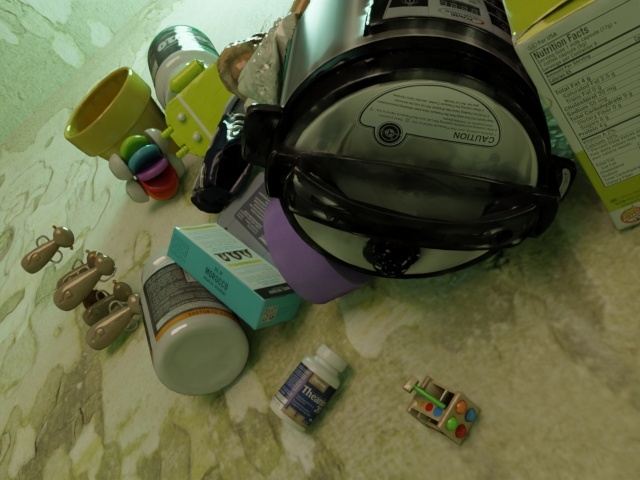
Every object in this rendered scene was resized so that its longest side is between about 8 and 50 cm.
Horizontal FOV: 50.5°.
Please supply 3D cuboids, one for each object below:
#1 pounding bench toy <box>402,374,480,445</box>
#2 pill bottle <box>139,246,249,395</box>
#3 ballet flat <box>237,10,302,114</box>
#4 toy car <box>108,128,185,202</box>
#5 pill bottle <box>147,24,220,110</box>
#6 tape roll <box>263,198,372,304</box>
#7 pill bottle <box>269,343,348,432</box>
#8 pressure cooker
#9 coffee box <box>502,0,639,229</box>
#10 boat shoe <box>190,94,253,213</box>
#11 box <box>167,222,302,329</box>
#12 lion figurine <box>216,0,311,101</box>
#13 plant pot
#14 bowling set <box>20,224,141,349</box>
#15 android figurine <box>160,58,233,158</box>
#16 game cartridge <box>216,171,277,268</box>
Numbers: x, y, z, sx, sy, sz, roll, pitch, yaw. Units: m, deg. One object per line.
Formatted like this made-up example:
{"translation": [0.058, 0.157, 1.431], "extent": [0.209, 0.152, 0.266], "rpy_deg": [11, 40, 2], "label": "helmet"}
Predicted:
{"translation": [0.144, 0.201, 0.827], "extent": [0.065, 0.083, 0.052], "rpy_deg": [17, 69, 52], "label": "pounding bench toy"}
{"translation": [-0.237, 0.131, 1.216], "extent": [0.162, 0.162, 0.278], "rpy_deg": [-43, 36, 6], "label": "pill bottle"}
{"translation": [-0.085, -0.251, 1.245], "extent": [0.147, 0.409, 0.147], "rpy_deg": [-1, 62, 2], "label": "ballet flat"}
{"translation": [-0.421, -0.177, 1.692], "extent": [0.159, 0.182, 0.136], "rpy_deg": [-39, 38, -14], "label": "toy car"}
{"translation": [-0.357, -0.446, 1.860], "extent": [0.204, 0.204, 0.361], "rpy_deg": [-41, 36, 8], "label": "pill bottle"}
{"translation": [0.000, 0.000, 1.076], "extent": [0.080, 0.189, 0.189], "rpy_deg": [-29, 39, 27], "label": "tape roll"}
{"translation": [-0.014, 0.213, 0.992], "extent": [0.120, 0.067, 0.067], "rpy_deg": [-52, 36, -7], "label": "pill bottle"}
{"translation": [0.124, -0.149, 0.939], "extent": [0.370, 0.375, 0.420], "rpy_deg": [-23, 38, 26], "label": "pressure cooker"}
{"translation": [0.420, -0.286, 0.796], "extent": [0.338, 0.334, 0.337], "rpy_deg": [-25, 41, 27], "label": "coffee box"}
{"translation": [-0.168, -0.222, 1.491], "extent": [0.158, 0.127, 0.340], "rpy_deg": [-20, 48, 65], "label": "boat shoe"}
{"translation": [-0.150, 0.055, 1.172], "extent": [0.244, 0.101, 0.060], "rpy_deg": [35, 117, 32], "label": "box"}
{"translation": [-0.040, -0.417, 1.405], "extent": [0.142, 0.240, 0.392], "rpy_deg": [0, 57, 55], "label": "lion figurine"}
{"translation": [-0.522, -0.302, 1.859], "extent": [0.254, 0.239, 0.254], "rpy_deg": [-27, 41, 26], "label": "plant pot"}
{"translation": [-0.507, 0.093, 1.529], "extent": [0.154, 0.287, 0.200], "rpy_deg": [-40, 2, -2], "label": "bowling set"}
{"translation": [-0.266, -0.313, 1.649], "extent": [0.273, 0.248, 0.056], "rpy_deg": [-37, -4, 9], "label": "android figurine"}
{"translation": [-0.096, -0.027, 1.321], "extent": [0.196, 0.060, 0.294], "rpy_deg": [-45, 35, -3], "label": "game cartridge"}
